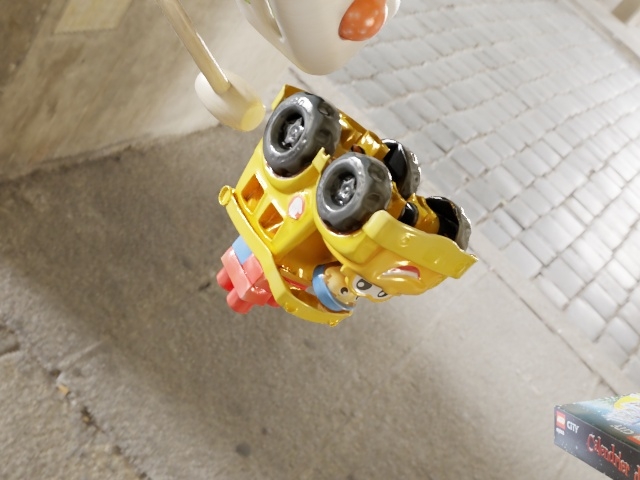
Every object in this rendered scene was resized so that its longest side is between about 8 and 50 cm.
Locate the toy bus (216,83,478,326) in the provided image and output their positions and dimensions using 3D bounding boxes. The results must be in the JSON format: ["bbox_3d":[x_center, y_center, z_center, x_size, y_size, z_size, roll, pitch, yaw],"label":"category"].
[{"bbox_3d":[0.000,0.000,0.809,0.149,0.211,0.220,25,20,-44],"label":"toy bus"}]

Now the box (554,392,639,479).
[{"bbox_3d":[0.351,0.199,0.842,0.159,0.044,0.233,-5,9,-17],"label":"box"}]

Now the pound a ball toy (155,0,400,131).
[{"bbox_3d":[-0.029,-0.215,0.739,0.135,0.208,0.319,42,-7,17],"label":"pound a ball toy"}]
